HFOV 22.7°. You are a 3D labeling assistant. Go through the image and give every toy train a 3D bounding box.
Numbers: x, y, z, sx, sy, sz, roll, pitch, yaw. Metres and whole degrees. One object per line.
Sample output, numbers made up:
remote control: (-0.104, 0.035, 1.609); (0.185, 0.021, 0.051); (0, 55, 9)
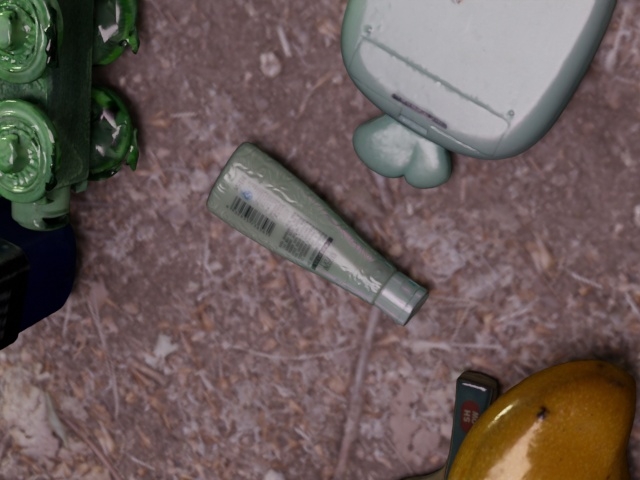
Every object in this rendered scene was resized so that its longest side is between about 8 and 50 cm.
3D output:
toy train: (-0.254, -0.135, 1.287); (0.188, 0.132, 0.243); (15, 111, 25)

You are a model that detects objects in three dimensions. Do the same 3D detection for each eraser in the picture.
eraser: (-0.325, 0.041, 1.256); (0.155, 0.332, 0.101); (21, 113, 16)

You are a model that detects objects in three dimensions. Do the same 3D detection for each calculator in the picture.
calculator: (0.112, -0.164, 1.166); (0.184, 0.042, 0.295); (31, 116, 11)

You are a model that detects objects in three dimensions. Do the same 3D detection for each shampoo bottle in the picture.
shampoo bottle: (0.000, 0.000, 1.270); (0.191, 0.041, 0.069); (35, 112, 8)

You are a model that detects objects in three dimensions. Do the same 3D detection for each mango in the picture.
mango: (0.171, 0.212, 1.227); (0.157, 0.109, 0.262); (11, 98, -1)

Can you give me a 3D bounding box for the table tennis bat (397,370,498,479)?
table tennis bat: (0.110, 0.234, 1.315); (0.154, 0.021, 0.274); (14, 114, 17)
